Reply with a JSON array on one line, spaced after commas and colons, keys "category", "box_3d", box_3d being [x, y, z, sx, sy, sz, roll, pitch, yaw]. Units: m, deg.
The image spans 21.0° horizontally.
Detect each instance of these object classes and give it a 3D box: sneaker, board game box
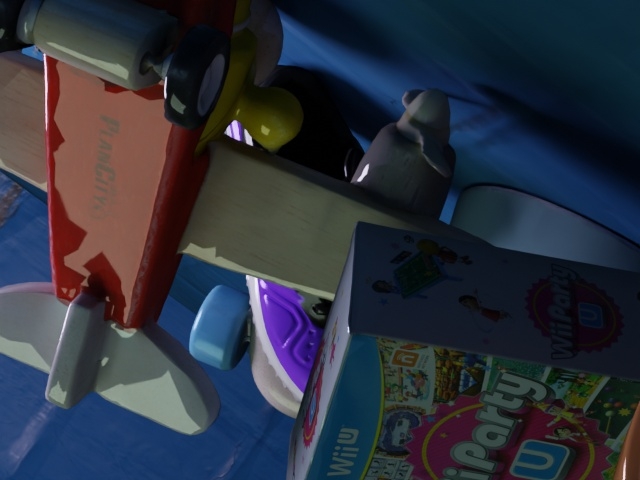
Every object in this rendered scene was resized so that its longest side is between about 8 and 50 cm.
[{"category": "sneaker", "box_3d": [-0.001, 0.000, 1.311, 0.293, 0.102, 0.146, 70, 160, 8]}, {"category": "board game box", "box_3d": [0.144, 0.117, 1.086, 0.303, 0.097, 0.224, 10, 136, -5]}]

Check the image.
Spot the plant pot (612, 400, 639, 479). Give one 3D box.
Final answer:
[{"category": "plant pot", "box_3d": [0.272, 0.094, 0.737, 0.291, 0.291, 0.203, 31, 152, 25]}]

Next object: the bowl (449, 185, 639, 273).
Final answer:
[{"category": "bowl", "box_3d": [0.193, 0.114, 1.316, 0.311, 0.163, 0.311, 34, 169, 8]}]

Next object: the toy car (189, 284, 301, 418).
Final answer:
[{"category": "toy car", "box_3d": [0.031, 0.045, 1.603, 0.219, 0.210, 0.238, 20, -165, 11]}]

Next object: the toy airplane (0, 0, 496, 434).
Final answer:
[{"category": "toy airplane", "box_3d": [-0.104, -0.067, 1.161, 0.384, 0.272, 0.386, -19, 116, 38]}]
